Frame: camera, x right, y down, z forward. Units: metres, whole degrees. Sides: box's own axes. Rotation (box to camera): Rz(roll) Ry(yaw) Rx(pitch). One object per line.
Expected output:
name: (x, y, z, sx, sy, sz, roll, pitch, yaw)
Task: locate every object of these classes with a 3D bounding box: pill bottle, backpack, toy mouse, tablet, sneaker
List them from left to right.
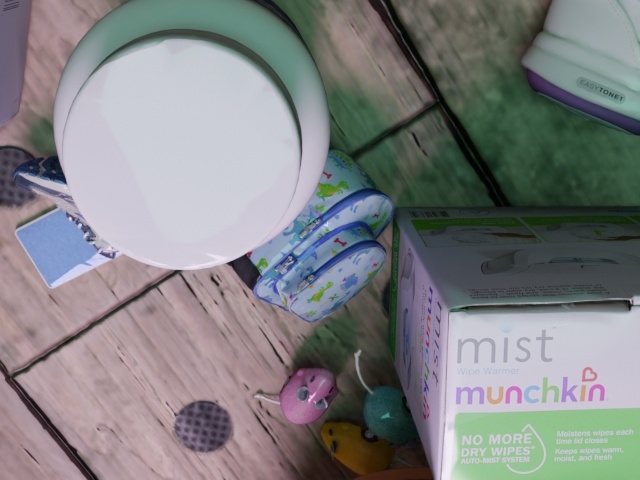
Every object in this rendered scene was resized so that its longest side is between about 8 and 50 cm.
tablet: (-0.182, -0.003, 0.727, 0.083, 0.006, 0.054, -26, 107, 5)
sneaker: (-0.158, -0.016, 0.695, 0.135, 0.052, 0.058, 21, 109, -9)
pill bottle: (-0.072, -0.075, 0.573, 0.152, 0.272, 0.152, -1, 107, -3)
backpack: (0.000, 0.000, 0.687, 0.114, 0.105, 0.084, -44, 69, 2)
toy mouse: (0.022, 0.133, 0.732, 0.160, 0.031, 0.143, 19, 142, 10)
sneaker: (0.301, -0.121, 0.653, 0.305, 0.114, 0.152, 20, 100, 2)

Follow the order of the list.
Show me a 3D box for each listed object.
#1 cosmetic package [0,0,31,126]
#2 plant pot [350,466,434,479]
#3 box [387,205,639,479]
cosmetic package: (-0.300, -0.194, 0.592, 0.224, 0.138, 0.224, 9, 106, -8)
plant pot: (0.070, 0.277, 0.609, 0.290, 0.203, 0.291, -1, 66, 3)
box: (0.190, 0.058, 0.654, 0.261, 0.231, 0.127, 0, 107, -5)
